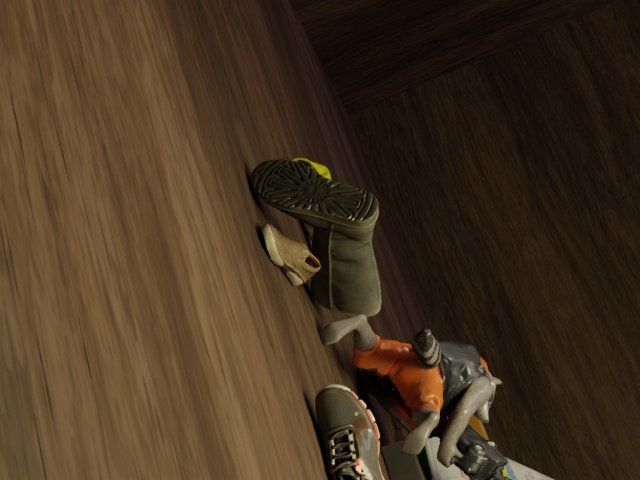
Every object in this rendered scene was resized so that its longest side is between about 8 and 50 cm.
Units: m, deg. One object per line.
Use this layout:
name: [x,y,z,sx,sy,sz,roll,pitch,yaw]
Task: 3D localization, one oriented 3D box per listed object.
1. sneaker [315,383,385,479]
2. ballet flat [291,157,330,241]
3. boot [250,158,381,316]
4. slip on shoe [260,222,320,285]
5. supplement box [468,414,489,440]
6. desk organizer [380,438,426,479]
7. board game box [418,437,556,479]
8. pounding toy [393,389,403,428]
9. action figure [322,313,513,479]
sneaker: [0.033,0.226,1.136,0.158,0.061,0.065,68,13,9]
ballet flat: [-0.010,-0.060,1.705,0.077,0.077,0.231,38,19,-31]
boot: [-0.002,0.001,1.421,0.189,0.076,0.208,25,-29,18]
slip on shoe: [-0.036,0.014,1.335,0.135,0.041,0.051,57,12,-56]
supplement box: [0.263,0.343,2.015,0.233,0.078,0.080,-103,168,-58]
desk organizer: [0.130,0.351,1.525,0.050,0.047,0.130,62,9,-55]
board game box: [0.287,0.420,1.678,0.316,0.064,0.242,26,18,-10]
pounding toy: [0.166,0.244,1.846,0.100,0.141,0.130,5,59,-50]
action figure: [0.183,0.219,1.500,0.341,0.178,0.330,39,12,26]
